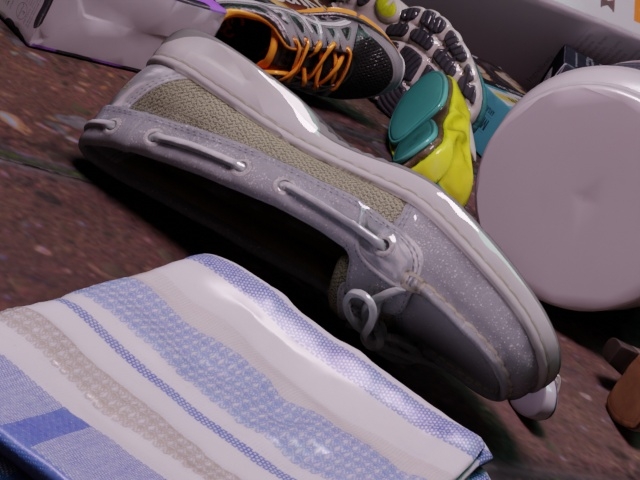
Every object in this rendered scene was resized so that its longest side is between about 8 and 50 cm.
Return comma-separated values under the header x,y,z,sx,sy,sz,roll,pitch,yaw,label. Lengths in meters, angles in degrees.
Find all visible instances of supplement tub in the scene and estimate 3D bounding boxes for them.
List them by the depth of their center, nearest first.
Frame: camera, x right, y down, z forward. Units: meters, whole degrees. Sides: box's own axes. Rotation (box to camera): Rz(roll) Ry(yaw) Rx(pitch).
x,y,z,sx,sy,sz,roll,pitch,yaw,label
0.241,-0.048,1.201,0.191,0.191,0.272,35,18,14,supplement tub

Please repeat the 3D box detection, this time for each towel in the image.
x,y,z,sx,sy,sz,roll,pitch,yaw,label
-0.045,0.081,0.682,0.209,0.034,0.285,35,19,17,towel

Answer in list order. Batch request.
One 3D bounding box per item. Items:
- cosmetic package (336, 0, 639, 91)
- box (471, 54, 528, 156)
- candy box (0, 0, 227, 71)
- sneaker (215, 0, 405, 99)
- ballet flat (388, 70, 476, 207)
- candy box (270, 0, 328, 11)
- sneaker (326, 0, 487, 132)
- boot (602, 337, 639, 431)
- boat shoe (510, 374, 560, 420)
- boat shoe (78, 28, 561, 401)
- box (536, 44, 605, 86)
x,y,z,sx,sy,sz,roll,pitch,yaw,label
0.260,-0.317,1.765,0.453,0.161,0.230,17,58,-17,cosmetic package
0.197,-0.114,1.514,0.100,0.060,0.244,16,23,-36,box
-0.197,-0.214,1.167,0.165,0.070,0.196,8,29,-48,candy box
-0.025,-0.165,1.295,0.215,0.084,0.083,13,25,-17,sneaker
0.102,-0.079,1.287,0.077,0.077,0.231,48,18,-13,ballet flat
-0.042,-0.223,1.454,0.109,0.053,0.187,12,27,-44,candy box
0.100,-0.181,1.488,0.110,0.107,0.275,26,17,-36,sneaker
0.240,0.113,1.024,0.087,0.042,0.118,33,24,-16,boot
0.137,0.087,0.943,0.035,0.035,0.100,21,14,-18,boat shoe
-0.001,-0.002,0.880,0.320,0.103,0.118,39,-19,16,boat shoe
0.330,-0.114,1.639,0.207,0.108,0.153,31,18,1,box
